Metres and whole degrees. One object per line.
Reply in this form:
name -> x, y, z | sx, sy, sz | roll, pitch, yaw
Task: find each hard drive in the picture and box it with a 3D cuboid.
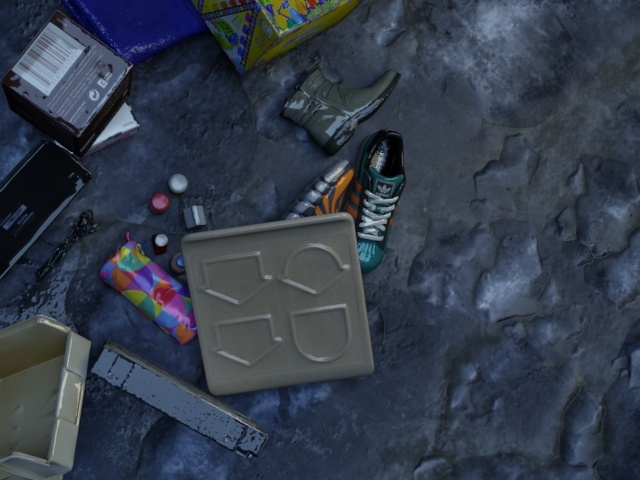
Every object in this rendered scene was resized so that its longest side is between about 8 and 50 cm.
hard drive -> -0.265, 0.292, 1.829 | 0.338, 0.237, 0.064 | 31, 82, -7

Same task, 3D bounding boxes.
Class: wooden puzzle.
wooden puzzle -> -0.077, 0.118, 1.862 | 0.322, 0.080, 0.348 | -8, 111, 2

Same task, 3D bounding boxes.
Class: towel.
towel -> -0.347, -0.469, 1.933 | 0.228, 0.076, 0.308 | 52, 52, 1

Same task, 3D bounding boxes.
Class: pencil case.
pencil case -> -0.321, 0.097, 1.912 | 0.236, 0.104, 0.104 | 43, 77, -6

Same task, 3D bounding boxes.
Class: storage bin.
storage bin -> -0.540, 0.296, 1.708 | 0.123, 0.260, 0.262 | 40, 38, -42

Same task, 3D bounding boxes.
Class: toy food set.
toy food set -> -0.275, -0.018, 1.930 | 0.111, 0.104, 0.232 | -11, 86, -14

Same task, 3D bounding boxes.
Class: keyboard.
keyboard -> -0.553, -0.023, 1.871 | 0.317, 0.033, 0.201 | -49, 119, -6

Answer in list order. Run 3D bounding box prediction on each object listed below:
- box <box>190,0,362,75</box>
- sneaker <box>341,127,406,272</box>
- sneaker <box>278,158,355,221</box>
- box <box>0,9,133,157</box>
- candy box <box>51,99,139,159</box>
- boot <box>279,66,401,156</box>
box -> -0.096, -0.530, 1.948 | 0.290, 0.177, 0.279 | -35, 92, -34
sneaker -> 0.109, -0.086, 2.016 | 0.108, 0.121, 0.302 | 10, 82, -11
sneaker -> 0.000, 0.000, 1.995 | 0.180, 0.124, 0.321 | 39, 88, -10
box -> -0.457, -0.279, 1.794 | 0.167, 0.203, 0.168 | 35, 78, -6
candy box -> -0.471, -0.272, 1.931 | 0.164, 0.070, 0.196 | -27, 90, -14
boot -> 0.042, -0.309, 2.051 | 0.161, 0.083, 0.246 | 43, 75, 1
